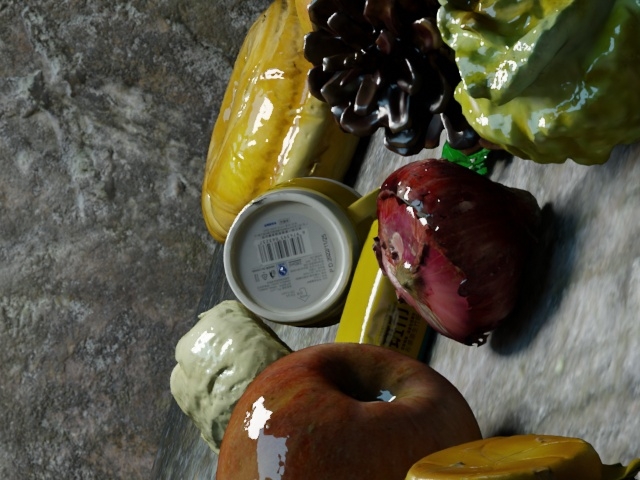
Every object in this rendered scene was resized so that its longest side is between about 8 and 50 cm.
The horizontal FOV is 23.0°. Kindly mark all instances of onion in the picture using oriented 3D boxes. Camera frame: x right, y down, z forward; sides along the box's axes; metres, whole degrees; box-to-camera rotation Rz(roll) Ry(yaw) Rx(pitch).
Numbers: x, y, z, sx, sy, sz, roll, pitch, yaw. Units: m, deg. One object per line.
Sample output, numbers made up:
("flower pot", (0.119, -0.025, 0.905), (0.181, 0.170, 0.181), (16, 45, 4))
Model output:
("onion", (0.132, 0.003, 1.425), (0.184, 0.147, 0.184), (160, 90, -79))

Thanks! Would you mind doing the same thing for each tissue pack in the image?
("tissue pack", (0.077, 0.060, 1.683), (0.120, 0.082, 0.169), (173, 115, -77))

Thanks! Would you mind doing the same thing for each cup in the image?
("cup", (0.000, 0.000, 1.829), (0.241, 0.185, 0.226), (-36, -4, 8))

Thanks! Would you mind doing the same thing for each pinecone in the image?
("pinecone", (0.098, -0.176, 1.412), (0.292, 0.246, 0.246), (-32, -27, -53))

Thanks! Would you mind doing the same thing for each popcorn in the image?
("popcorn", (0.195, -0.169, 1.218), (0.204, 0.184, 0.221), (-12, 63, 31))

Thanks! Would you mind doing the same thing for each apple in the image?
("apple", (0.020, 0.215, 1.340), (0.253, 0.253, 0.253), (-162, 90, -79))

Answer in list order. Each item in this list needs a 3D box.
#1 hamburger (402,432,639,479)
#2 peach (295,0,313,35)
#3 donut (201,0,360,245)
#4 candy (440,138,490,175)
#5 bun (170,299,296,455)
("hamburger", (0.124, 0.186, 1.042), (0.164, 0.189, 0.093), (-171, 73, -77))
("peach", (0.072, -0.321, 1.987), (0.231, 0.231, 0.231), (-162, 90, -79))
("donut", (-0.051, -0.178, 2.395), (0.449, 0.198, 0.449), (-161, 90, -81))
("candy", (0.163, -0.159, 1.651), (0.141, 0.078, 0.203), (110, 165, -82))
("bun", (-0.073, 0.182, 1.791), (0.153, 0.244, 0.244), (-49, 9, -6))
